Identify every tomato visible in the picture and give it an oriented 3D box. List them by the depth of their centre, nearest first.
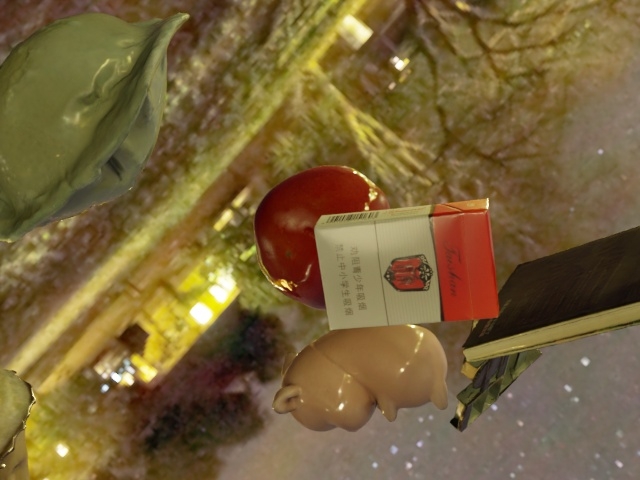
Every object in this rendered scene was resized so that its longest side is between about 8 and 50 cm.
[{"bbox_3d":[0.000,0.000,1.807,0.298,0.298,0.226,-46,170,29],"label":"tomato"}]

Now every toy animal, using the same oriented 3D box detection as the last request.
[{"bbox_3d":[0.060,0.196,1.328,0.250,0.154,0.166,-17,173,5],"label":"toy animal"}]

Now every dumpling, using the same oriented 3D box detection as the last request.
[{"bbox_3d":[-0.306,-0.150,1.121,0.270,0.212,0.320,-86,-169,-80],"label":"dumpling"}]

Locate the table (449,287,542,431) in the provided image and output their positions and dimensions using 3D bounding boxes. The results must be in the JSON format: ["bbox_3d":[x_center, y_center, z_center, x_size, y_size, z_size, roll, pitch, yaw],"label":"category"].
[{"bbox_3d":[0.218,0.135,1.143,0.175,0.062,0.146,-33,147,-27],"label":"table"}]

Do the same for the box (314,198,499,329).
[{"bbox_3d":[0.077,0.022,0.808,0.152,0.100,0.048,-6,-163,10],"label":"box"}]

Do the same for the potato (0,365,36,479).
[{"bbox_3d":[-0.501,0.301,1.094,0.301,0.289,0.237,-40,156,-56],"label":"potato"}]

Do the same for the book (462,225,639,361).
[{"bbox_3d":[0.253,0.043,0.879,0.228,0.024,0.160,-25,-164,48],"label":"book"}]
